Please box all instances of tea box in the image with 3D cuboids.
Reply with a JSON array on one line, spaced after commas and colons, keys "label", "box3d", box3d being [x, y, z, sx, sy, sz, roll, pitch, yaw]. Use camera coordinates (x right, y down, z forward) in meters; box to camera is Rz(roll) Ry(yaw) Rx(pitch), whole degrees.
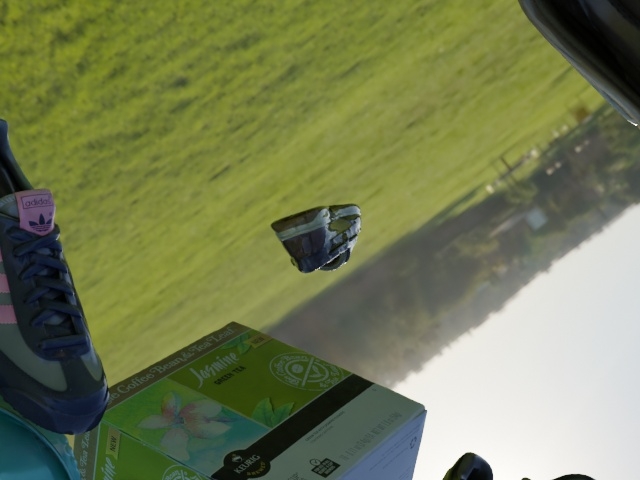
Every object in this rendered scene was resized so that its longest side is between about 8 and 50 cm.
[{"label": "tea box", "box3d": [-0.092, 0.299, 1.432, 0.329, 0.324, 0.219, -27, 132, -55]}]

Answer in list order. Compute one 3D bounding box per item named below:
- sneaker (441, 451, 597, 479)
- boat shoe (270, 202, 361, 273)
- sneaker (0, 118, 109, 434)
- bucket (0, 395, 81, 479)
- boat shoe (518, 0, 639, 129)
[{"label": "sneaker", "box3d": [0.089, 0.114, 0.402, 0.158, 0.061, 0.064, 17, -108, 50]}, {"label": "boat shoe", "box3d": [0.000, 0.000, 0.870, 0.056, 0.049, 0.152, -15, 179, 18]}, {"label": "sneaker", "box3d": [-0.280, 0.026, 1.050, 0.131, 0.319, 0.112, -46, 161, 31]}, {"label": "bucket", "box3d": [-0.366, 0.259, 1.048, 0.281, 0.281, 0.183, -41, 161, 26]}, {"label": "boat shoe", "box3d": [0.210, -0.041, 0.485, 0.098, 0.302, 0.109, -28, 156, -42]}]
